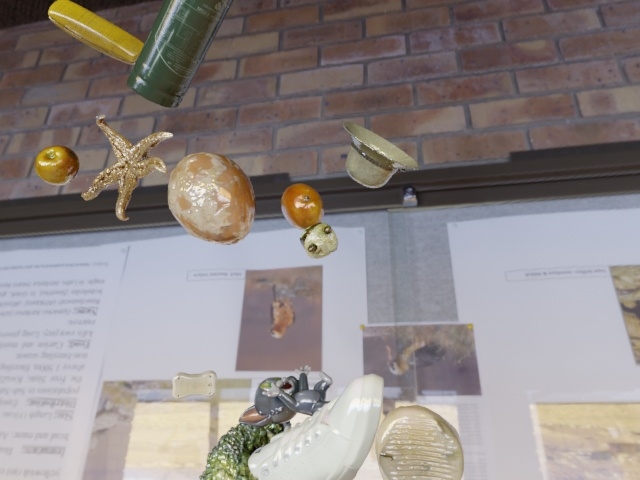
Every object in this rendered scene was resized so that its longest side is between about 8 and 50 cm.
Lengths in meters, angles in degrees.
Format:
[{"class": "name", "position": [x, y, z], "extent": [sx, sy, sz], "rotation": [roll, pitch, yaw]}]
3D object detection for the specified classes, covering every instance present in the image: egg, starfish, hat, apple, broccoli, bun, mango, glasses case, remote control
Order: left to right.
[{"class": "apple", "position": [-0.734, -0.211, 1.269], "extent": [0.099, 0.114, 0.102], "rotation": [43, 163, 8]}, {"class": "glasses case", "position": [-0.565, -0.526, 1.153], "extent": [0.234, 0.079, 0.064], "rotation": [27, 154, -11]}, {"class": "starfish", "position": [-0.596, -0.234, 1.381], "extent": [0.375, 0.327, 0.094], "rotation": [-40, 164, 14]}, {"class": "remote control", "position": [-0.354, 0.406, 1.281], "extent": [0.122, 0.074, 0.032], "rotation": [2, -179, -17]}, {"class": "egg", "position": [-0.245, -0.094, 1.039], "extent": [0.195, 0.233, 0.195], "rotation": [-43, 168, -12]}, {"class": "broccoli", "position": [-0.199, 0.663, 1.325], "extent": [0.317, 0.338, 0.277], "rotation": [8, -166, 43]}, {"class": "mango", "position": [-0.066, -0.112, 1.481], "extent": [0.120, 0.151, 0.221], "rotation": [-18, -160, -18]}, {"class": "hat", "position": [0.000, -0.001, 0.997], "extent": [0.077, 0.076, 0.059], "rotation": [-30, 180, -10]}, {"class": "hat", "position": [0.147, -0.231, 1.343], "extent": [0.257, 0.257, 0.130], "rotation": [17, 118, -30]}, {"class": "bun", "position": [0.235, 0.510, 1.094], "extent": [0.210, 0.237, 0.116], "rotation": [-8, -179, -1]}]

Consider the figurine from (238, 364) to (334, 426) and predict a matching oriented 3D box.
[{"class": "figurine", "position": [-0.057, 0.411, 1.186], "extent": [0.265, 0.140, 0.193], "rotation": [8, -157, 22]}]

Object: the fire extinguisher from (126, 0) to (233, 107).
[{"class": "fire extinguisher", "position": [-0.212, -0.377, 0.767], "extent": [0.114, 0.095, 0.311], "rotation": [2, 129, -55]}]

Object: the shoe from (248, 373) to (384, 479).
[{"class": "shoe", "position": [-0.026, 0.348, 0.753], "extent": [0.160, 0.132, 0.363], "rotation": [23, 109, 0]}]
